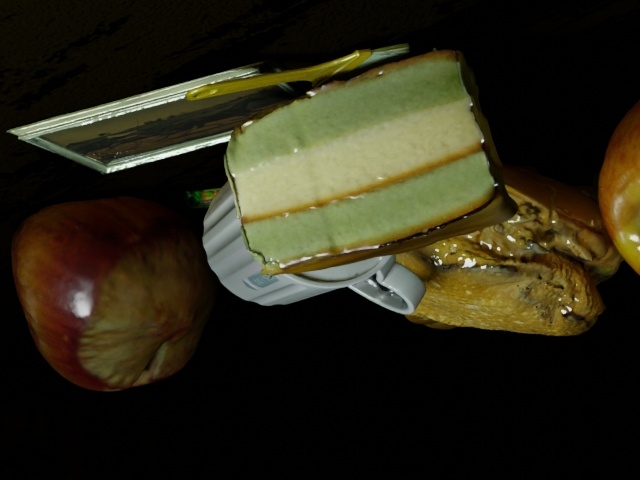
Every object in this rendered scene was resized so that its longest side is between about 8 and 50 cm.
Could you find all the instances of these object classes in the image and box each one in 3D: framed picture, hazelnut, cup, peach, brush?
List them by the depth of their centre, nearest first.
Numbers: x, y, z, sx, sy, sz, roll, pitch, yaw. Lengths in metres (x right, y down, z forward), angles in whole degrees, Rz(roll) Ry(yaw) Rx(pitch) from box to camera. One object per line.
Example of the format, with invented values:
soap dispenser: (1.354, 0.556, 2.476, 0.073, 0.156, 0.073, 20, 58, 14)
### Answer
brush: (-0.026, -0.139, 1.495, 0.205, 0.011, 0.083, -12, 172, -32)
framed picture: (-0.131, -0.108, 1.610, 0.252, 0.014, 0.197, -14, 168, 15)
cup: (-0.014, 0.004, 1.783, 0.167, 0.221, 0.202, -26, 179, -21)
peach: (0.419, -0.064, 1.794, 0.281, 0.238, 0.281, -35, 169, -8)
hazelnut: (-0.228, 0.047, 1.884, 0.217, 0.217, 0.251, -15, 159, 21)

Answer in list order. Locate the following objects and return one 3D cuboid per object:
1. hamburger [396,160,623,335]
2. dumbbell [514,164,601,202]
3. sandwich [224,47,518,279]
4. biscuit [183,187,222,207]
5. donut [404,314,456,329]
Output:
hamburger: (0.175, 0.002, 1.917, 0.290, 0.170, 0.314, 20, 169, -36)
dumbbell: (0.307, -0.050, 2.148, 0.231, 0.082, 0.092, -3, 168, -34)
sandwich: (0.049, -0.060, 1.599, 0.227, 0.155, 0.198, -16, 174, 9)
biscuit: (-0.107, -0.049, 1.933, 0.089, 0.016, 0.046, -7, 169, -16)
donut: (0.220, 0.056, 2.528, 0.227, 0.113, 0.226, -10, 169, -2)
